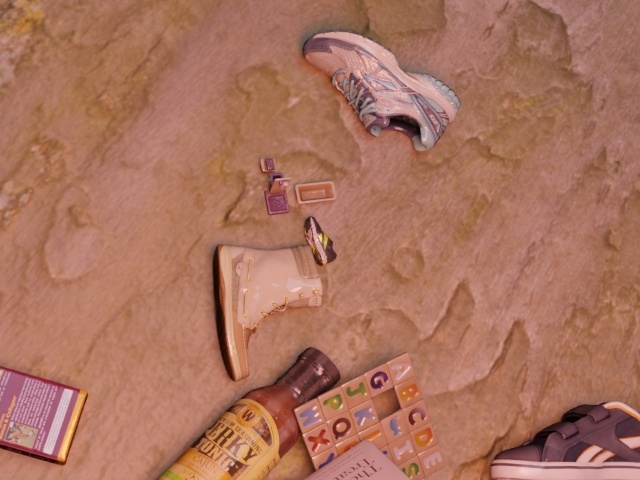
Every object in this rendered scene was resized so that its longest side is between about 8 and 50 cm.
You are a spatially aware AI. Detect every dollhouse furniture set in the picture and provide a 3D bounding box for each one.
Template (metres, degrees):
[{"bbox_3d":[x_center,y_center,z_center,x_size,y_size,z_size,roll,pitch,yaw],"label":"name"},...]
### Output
[{"bbox_3d":[-0.030,-0.101,1.699,0.114,0.081,0.091,-7,75,-15],"label":"dollhouse furniture set"}]

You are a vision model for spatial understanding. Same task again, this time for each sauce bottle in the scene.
[{"bbox_3d":[-0.109,0.293,1.543,0.111,0.111,0.344,44,65,3],"label":"sauce bottle"}]

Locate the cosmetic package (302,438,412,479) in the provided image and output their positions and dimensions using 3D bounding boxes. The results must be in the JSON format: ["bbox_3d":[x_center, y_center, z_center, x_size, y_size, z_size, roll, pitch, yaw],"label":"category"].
[{"bbox_3d":[-0.018,0.446,1.398,0.377,0.284,0.097,-31,114,-13],"label":"cosmetic package"}]

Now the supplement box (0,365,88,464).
[{"bbox_3d":[-0.435,0.240,1.496,0.188,0.081,0.104,18,70,-8],"label":"supplement box"}]

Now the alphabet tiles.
[{"bbox_3d":[0.083,0.312,1.582,0.198,0.009,0.237,-25,105,-20],"label":"alphabet tiles"}]

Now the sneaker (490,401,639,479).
[{"bbox_3d":[0.404,0.316,1.651,0.321,0.126,0.127,4,76,-23],"label":"sneaker"}]

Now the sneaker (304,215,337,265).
[{"bbox_3d":[0.000,0.000,1.706,0.035,0.031,0.083,-13,80,-31],"label":"sneaker"}]

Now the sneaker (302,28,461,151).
[{"bbox_3d":[0.091,-0.247,1.761,0.283,0.110,0.122,27,72,-4],"label":"sneaker"}]

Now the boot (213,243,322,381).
[{"bbox_3d":[-0.076,0.106,1.627,0.165,0.077,0.213,-1,70,-16],"label":"boot"}]
